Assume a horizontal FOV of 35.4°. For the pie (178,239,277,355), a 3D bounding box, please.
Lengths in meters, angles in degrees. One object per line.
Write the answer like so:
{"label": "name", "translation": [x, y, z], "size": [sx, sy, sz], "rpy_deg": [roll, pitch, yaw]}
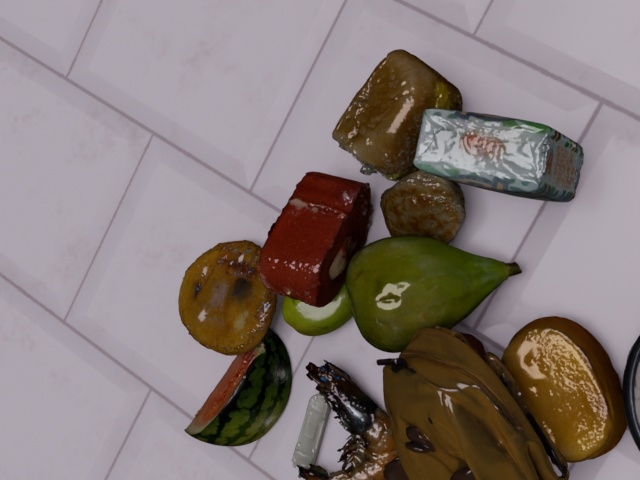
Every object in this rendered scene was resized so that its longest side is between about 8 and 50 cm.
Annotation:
{"label": "pie", "translation": [-0.189, 0.118, 2.116], "size": [0.273, 0.069, 0.273], "rpy_deg": [-10, 72, 32]}

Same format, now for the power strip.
{"label": "power strip", "translation": [-0.018, 0.402, 2.074], "size": [0.047, 0.030, 0.191], "rpy_deg": [18, 96, 22]}

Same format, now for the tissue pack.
{"label": "tissue pack", "translation": [0.324, -0.149, 1.779], "size": [0.228, 0.311, 0.128], "rpy_deg": [12, 93, 23]}

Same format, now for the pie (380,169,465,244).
{"label": "pie", "translation": [0.196, -0.060, 1.930], "size": [0.163, 0.079, 0.193], "rpy_deg": [28, 135, -9]}

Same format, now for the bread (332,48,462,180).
{"label": "bread", "translation": [0.158, -0.215, 1.916], "size": [0.246, 0.195, 0.176], "rpy_deg": [-52, 55, 17]}

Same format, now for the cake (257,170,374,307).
{"label": "cake", "translation": [0.000, 0.000, 1.970], "size": [0.151, 0.177, 0.283], "rpy_deg": [13, 62, 25]}

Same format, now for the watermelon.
{"label": "watermelon", "translation": [-0.176, 0.335, 2.094], "size": [0.159, 0.128, 0.303], "rpy_deg": [40, 104, 21]}

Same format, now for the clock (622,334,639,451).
{"label": "clock", "translation": [0.705, 0.263, 1.684], "size": [0.386, 0.076, 0.386], "rpy_deg": [-2, 81, 14]}

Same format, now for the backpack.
{"label": "backpack", "translation": [0.242, 0.334, 1.763], "size": [0.378, 0.201, 0.353], "rpy_deg": [58, 155, -7]}

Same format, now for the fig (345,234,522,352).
{"label": "fig", "translation": [0.188, 0.071, 1.901], "size": [0.314, 0.233, 0.233], "rpy_deg": [-40, 73, 8]}

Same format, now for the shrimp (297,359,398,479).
{"label": "shrimp", "translation": [0.029, 0.388, 2.019], "size": [0.222, 0.054, 0.290], "rpy_deg": [-37, 86, 11]}

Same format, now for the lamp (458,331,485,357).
{"label": "lamp", "translation": [0.265, 0.223, 1.917], "size": [0.101, 0.090, 0.101], "rpy_deg": [-11, 46, 12]}

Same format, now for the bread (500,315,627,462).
{"label": "bread", "translation": [0.436, 0.270, 1.807], "size": [0.195, 0.142, 0.270], "rpy_deg": [-32, 78, 22]}

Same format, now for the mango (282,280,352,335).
{"label": "mango", "translation": [-0.001, 0.135, 2.041], "size": [0.163, 0.089, 0.117], "rpy_deg": [-6, 85, 24]}
